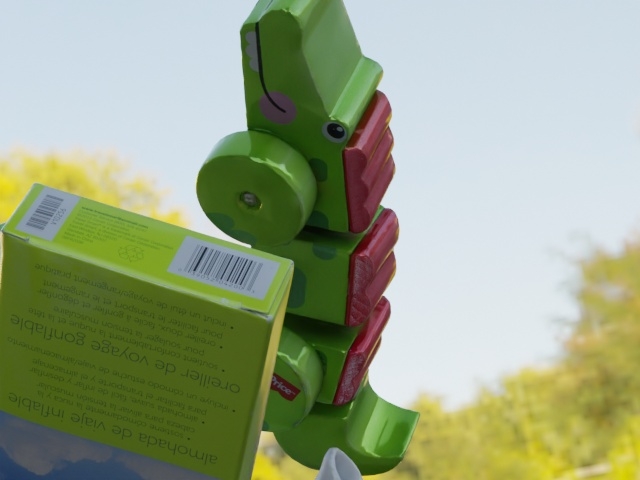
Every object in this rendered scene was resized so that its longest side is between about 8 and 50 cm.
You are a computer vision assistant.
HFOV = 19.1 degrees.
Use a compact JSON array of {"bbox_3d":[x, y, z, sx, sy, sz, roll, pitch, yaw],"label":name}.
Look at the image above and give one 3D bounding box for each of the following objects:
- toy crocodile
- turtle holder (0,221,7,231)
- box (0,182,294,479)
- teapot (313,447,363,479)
[{"bbox_3d":[0.000,0.000,1.067,0.105,0.341,0.115,11,37,16],"label":"toy crocodile"},{"bbox_3d":[-0.247,0.131,1.568,0.243,0.227,0.320,-34,-18,-24],"label":"turtle holder"},{"bbox_3d":[-0.078,0.072,0.752,0.109,0.042,0.178,17,-54,6],"label":"box"},{"bbox_3d":[-0.063,0.270,0.977,0.187,0.252,0.256,8,-45,26],"label":"teapot"}]
